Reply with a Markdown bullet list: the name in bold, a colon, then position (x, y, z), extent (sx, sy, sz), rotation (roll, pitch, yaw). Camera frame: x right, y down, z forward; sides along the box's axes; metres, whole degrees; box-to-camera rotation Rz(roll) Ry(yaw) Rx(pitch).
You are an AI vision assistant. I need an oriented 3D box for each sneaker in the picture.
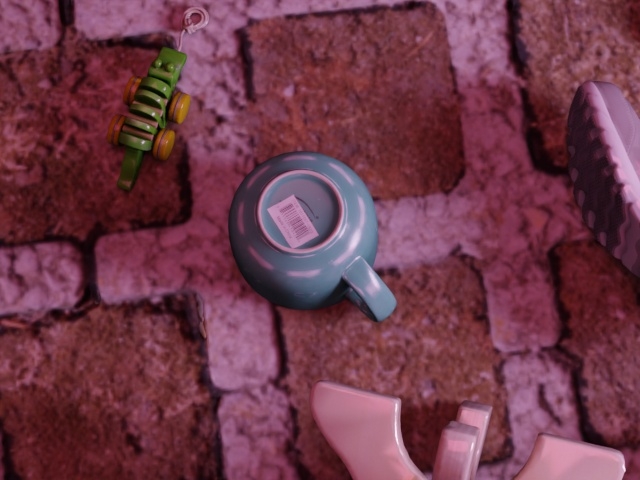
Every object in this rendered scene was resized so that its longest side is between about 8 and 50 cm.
- **sneaker**: position (0.308, -0.023, 1.523), extent (0.115, 0.105, 0.281), rotation (-21, 69, -17)

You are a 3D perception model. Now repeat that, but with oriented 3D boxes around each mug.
- **mug**: position (-0.002, -0.009, 1.528), extent (0.157, 0.097, 0.129), rotation (11, 75, 5)

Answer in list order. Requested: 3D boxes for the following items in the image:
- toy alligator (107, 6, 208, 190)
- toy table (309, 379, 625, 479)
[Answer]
- **toy alligator**: position (-0.146, -0.137, 1.593), extent (0.056, 0.051, 0.190), rotation (19, 76, 7)
- **toy table**: position (0.105, 0.217, 1.406), extent (0.274, 0.252, 0.161), rotation (13, 92, -3)
